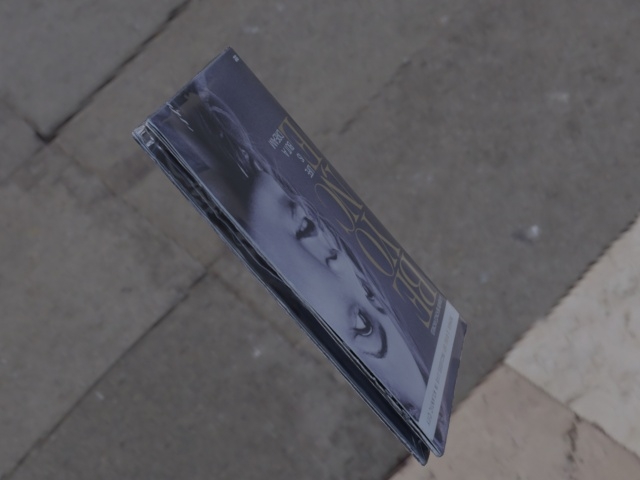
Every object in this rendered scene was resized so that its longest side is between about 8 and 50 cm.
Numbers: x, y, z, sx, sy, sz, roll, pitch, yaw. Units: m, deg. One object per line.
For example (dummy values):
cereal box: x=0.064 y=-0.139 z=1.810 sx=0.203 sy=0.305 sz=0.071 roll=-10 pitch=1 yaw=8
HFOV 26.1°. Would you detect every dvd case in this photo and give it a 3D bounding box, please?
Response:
dvd case: x=0.000 y=0.000 z=0.744 sx=0.018 sy=0.221 sz=0.164 roll=-37 pitch=10 yaw=20
